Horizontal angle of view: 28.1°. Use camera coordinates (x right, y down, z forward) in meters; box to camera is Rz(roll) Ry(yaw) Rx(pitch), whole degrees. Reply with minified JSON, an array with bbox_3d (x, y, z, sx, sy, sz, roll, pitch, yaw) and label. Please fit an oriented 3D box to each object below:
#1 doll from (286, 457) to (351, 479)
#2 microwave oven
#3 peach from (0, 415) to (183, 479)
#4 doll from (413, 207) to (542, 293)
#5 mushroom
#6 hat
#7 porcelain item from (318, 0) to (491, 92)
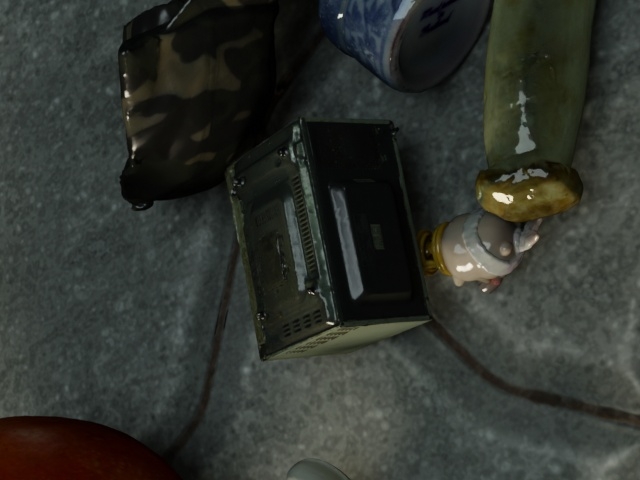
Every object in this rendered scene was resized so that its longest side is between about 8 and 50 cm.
[{"bbox_3d":[0.074,0.335,1.184,0.237,0.111,0.252,-1,92,32],"label":"doll"},{"bbox_3d":[0.000,0.000,1.236,0.163,0.129,0.205,-31,66,53],"label":"microwave oven"},{"bbox_3d":[-0.262,0.353,1.249,0.388,0.388,0.388,-4,81,30],"label":"peach"},{"bbox_3d":[0.156,0.013,1.208,0.127,0.073,0.084,-8,112,34],"label":"doll"},{"bbox_3d":[0.203,-0.169,1.185,0.100,0.081,0.312,5,78,12],"label":"mushroom"},{"bbox_3d":[-0.065,-0.207,1.305,0.381,0.366,0.257,-21,109,3],"label":"hat"},{"bbox_3d":[0.079,-0.229,1.232,0.114,0.147,0.147,40,104,28],"label":"porcelain item"}]
